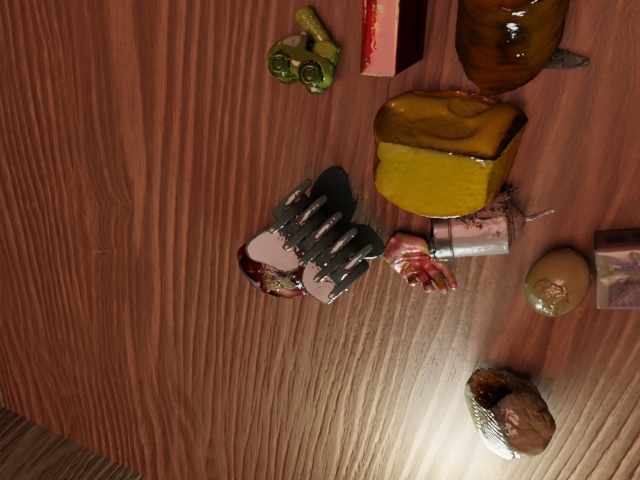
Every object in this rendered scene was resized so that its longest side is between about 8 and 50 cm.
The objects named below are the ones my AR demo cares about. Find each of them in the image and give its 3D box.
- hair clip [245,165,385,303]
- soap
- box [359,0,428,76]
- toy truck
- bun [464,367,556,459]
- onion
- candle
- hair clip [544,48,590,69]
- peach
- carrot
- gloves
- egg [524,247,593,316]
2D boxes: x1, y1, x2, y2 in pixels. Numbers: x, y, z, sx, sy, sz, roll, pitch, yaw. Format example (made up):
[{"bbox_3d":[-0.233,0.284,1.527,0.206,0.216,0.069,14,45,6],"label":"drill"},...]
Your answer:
[{"bbox_3d":[0.000,0.000,1.505,0.392,0.238,0.318,-41,87,-1],"label":"hair clip"},{"bbox_3d":[0.812,0.073,1.358,0.200,0.138,0.181,-4,111,25],"label":"soap"},{"bbox_3d":[0.179,-0.510,1.251,0.089,0.313,0.197,9,117,20],"label":"box"},{"bbox_3d":[-0.031,-0.509,1.456,0.187,0.148,0.210,38,98,5],"label":"toy truck"},{"bbox_3d":[0.588,0.529,1.622,0.205,0.281,0.281,-15,111,-7],"label":"bun"},{"bbox_3d":[-0.140,0.074,1.768,0.272,0.195,0.272,24,154,13],"label":"onion"},{"bbox_3d":[0.448,-0.048,1.427,0.331,0.187,0.187,-5,112,17],"label":"candle"},{"bbox_3d":[0.532,-0.446,1.292,0.229,0.036,0.065,16,114,25],"label":"hair clip"},{"bbox_3d":[0.323,-0.224,1.340,0.381,0.306,0.242,3,138,8],"label":"peach"},{"bbox_3d":[0.429,-0.511,1.190,0.242,0.340,0.241,-3,75,12],"label":"carrot"},{"bbox_3d":[0.305,0.069,1.592,0.241,0.126,0.145,35,94,9],"label":"gloves"},{"bbox_3d":[0.643,0.116,1.439,0.165,0.164,0.201,25,117,11],"label":"egg"}]
